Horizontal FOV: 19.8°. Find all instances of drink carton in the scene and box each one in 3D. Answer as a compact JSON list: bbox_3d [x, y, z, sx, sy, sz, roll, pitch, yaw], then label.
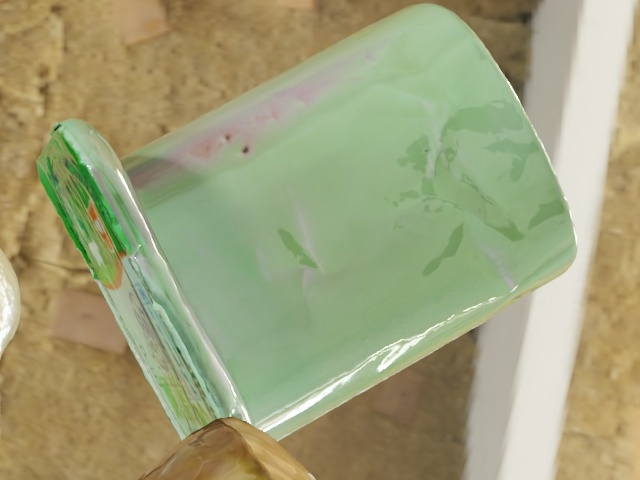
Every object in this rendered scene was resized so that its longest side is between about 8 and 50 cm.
[{"bbox_3d":[0.000,0.000,0.625,0.142,0.146,0.144,-28,-87,-14],"label":"drink carton"}]

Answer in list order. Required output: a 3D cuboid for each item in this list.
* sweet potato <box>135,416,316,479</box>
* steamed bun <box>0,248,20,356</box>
[{"bbox_3d":[-0.097,0.182,0.323,0.336,0.131,0.131,-41,-65,-13],"label":"sweet potato"},{"bbox_3d":[-0.217,0.074,0.735,0.110,0.231,0.212,36,-109,-51],"label":"steamed bun"}]
